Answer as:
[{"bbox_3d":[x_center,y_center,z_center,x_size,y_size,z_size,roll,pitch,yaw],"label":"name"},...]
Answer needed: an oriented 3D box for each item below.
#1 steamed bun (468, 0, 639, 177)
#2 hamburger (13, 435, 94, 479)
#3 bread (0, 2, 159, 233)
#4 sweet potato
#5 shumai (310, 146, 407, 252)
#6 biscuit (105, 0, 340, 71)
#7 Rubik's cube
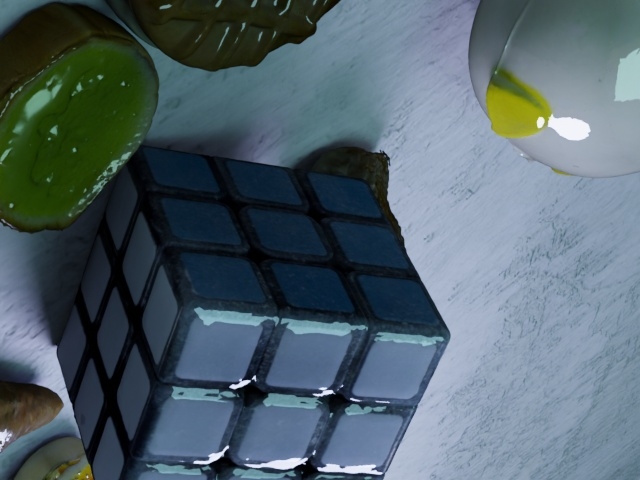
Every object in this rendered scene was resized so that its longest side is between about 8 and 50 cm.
[{"bbox_3d":[0.350,-0.236,2.084,0.334,0.334,0.374,-55,146,9],"label":"steamed bun"},{"bbox_3d":[-0.314,0.302,2.030,0.126,0.081,0.141,-57,151,14],"label":"hamburger"},{"bbox_3d":[-0.258,-0.115,1.631,0.236,0.070,0.236,-36,148,-26],"label":"bread"},{"bbox_3d":[-0.381,0.182,1.787,0.114,0.092,0.341,-65,152,-6],"label":"sweet potato"},{"bbox_3d":[-0.001,0.001,2.077,0.185,0.218,0.184,-14,162,16],"label":"shumai"},{"bbox_3d":[-0.046,-0.313,1.646,0.366,0.115,0.268,-41,150,-12],"label":"biscuit"},{"bbox_3d":[-0.082,0.112,1.807,0.305,0.301,0.304,5,123,-26],"label":"Rubik's cube"}]
